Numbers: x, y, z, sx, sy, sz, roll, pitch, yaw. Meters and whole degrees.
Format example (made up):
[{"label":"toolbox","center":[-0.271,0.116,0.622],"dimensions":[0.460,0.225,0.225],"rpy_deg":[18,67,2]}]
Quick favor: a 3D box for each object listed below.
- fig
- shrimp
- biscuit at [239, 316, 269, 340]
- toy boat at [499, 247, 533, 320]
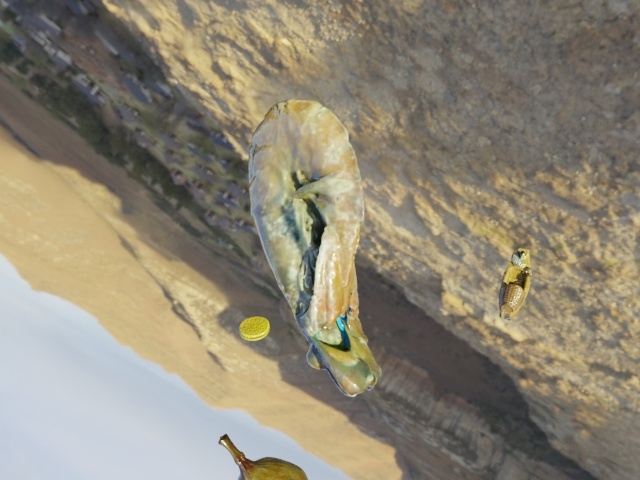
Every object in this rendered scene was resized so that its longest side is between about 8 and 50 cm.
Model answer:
[{"label":"fig","center":[-0.103,0.470,1.078],"dimensions":[0.274,0.146,0.170],"rpy_deg":[57,173,-16]},{"label":"shrimp","center":[0.000,0.000,0.822],"dimensions":[0.110,0.445,0.221],"rpy_deg":[-5,164,-44]},{"label":"biscuit","center":[-0.181,0.242,1.554],"dimensions":[0.084,0.084,0.023],"rpy_deg":[22,130,37]},{"label":"toy boat","center":[0.346,0.075,1.003],"dimensions":[0.047,0.149,0.049],"rpy_deg":[14,143,22]}]
